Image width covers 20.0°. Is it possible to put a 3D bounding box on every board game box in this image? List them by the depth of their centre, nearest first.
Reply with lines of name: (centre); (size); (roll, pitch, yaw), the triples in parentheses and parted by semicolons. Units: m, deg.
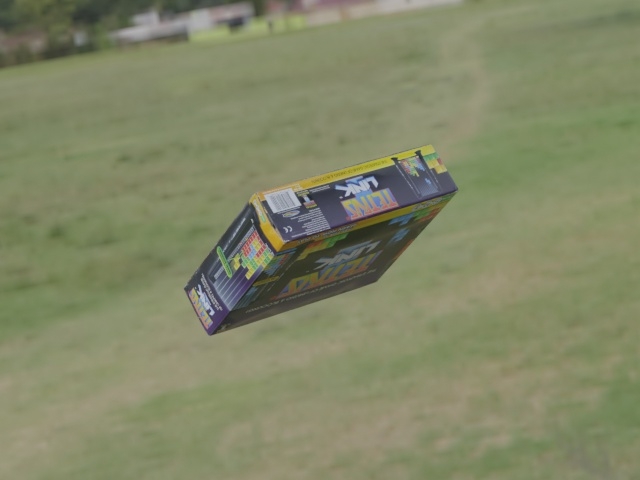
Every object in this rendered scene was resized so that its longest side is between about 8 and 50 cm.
board game box: (0.000, 0.000, 1.355); (0.170, 0.048, 0.141); (-17, -22, -36)
